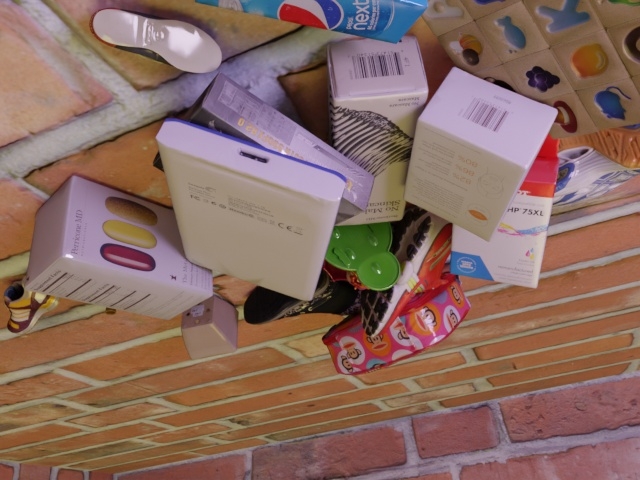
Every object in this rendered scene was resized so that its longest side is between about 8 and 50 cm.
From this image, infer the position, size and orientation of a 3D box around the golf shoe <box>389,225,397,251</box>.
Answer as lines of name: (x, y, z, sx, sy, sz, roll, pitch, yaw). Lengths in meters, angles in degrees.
golf shoe: (0.186, 0.033, 1.101, 0.093, 0.077, 0.198, -15, 152, 12)

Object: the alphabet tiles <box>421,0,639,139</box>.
alphabet tiles: (0.241, -0.213, 0.509, 0.285, 0.011, 0.342, 45, 157, -24)

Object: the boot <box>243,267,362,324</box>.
boot: (-0.030, 0.135, 1.225, 0.236, 0.085, 0.178, -28, 147, 32)

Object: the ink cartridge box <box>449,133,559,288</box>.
ink cartridge box: (0.266, -0.051, 0.836, 0.134, 0.078, 0.231, 9, 128, 20)

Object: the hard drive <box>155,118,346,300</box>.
hard drive: (-0.091, -0.020, 0.757, 0.210, 0.040, 0.319, 19, 154, 2)

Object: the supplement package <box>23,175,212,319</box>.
supplement package: (-0.307, 0.022, 0.899, 0.133, 0.139, 0.244, -29, 145, 36)

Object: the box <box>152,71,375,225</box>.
box: (-0.075, -0.088, 0.730, 0.231, 0.056, 0.183, 31, 152, -23)

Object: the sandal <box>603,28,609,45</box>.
sandal: (0.267, -0.236, 0.573, 0.126, 0.138, 0.317, -9, 154, -10)

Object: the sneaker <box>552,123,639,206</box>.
sneaker: (0.433, -0.130, 0.857, 0.296, 0.112, 0.131, -17, 159, 35)

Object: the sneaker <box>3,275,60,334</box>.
sneaker: (-0.569, 0.118, 1.095, 0.185, 0.070, 0.083, -34, 133, 30)

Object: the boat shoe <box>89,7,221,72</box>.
boat shoe: (-0.174, -0.213, 0.611, 0.136, 0.049, 0.043, 7, -170, -29)

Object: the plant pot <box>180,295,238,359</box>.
plant pot: (-0.247, 0.181, 1.244, 0.108, 0.109, 0.096, -12, 139, 9)

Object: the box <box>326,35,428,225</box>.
box: (0.065, -0.130, 0.759, 0.113, 0.094, 0.275, -6, 151, 0)

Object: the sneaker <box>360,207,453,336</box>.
sneaker: (0.162, 0.073, 1.009, 0.118, 0.107, 0.279, 12, 125, -24)

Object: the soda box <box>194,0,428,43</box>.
soda box: (-0.008, -0.250, 0.537, 0.209, 0.071, 0.067, 4, 164, -20)

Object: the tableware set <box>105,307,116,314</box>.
tableware set: (-0.427, 0.112, 1.152, 0.103, 0.024, 0.154, -3, 151, -8)

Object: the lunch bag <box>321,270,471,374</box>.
lunch bag: (0.173, 0.172, 1.237, 0.293, 0.120, 0.258, -28, 178, 37)

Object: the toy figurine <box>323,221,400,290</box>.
toy figurine: (0.061, 0.035, 0.996, 0.130, 0.173, 0.159, -31, 162, -15)

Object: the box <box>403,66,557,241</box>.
box: (0.183, -0.098, 0.692, 0.130, 0.091, 0.170, 28, 157, 15)
